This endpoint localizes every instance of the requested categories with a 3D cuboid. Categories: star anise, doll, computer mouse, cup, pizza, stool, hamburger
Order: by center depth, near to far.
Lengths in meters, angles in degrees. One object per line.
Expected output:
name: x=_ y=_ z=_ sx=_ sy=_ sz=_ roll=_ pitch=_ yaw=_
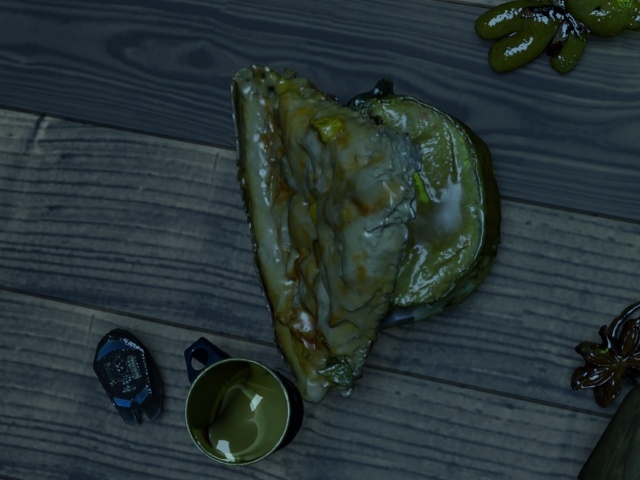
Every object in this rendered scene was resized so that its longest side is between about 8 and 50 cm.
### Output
stool: x=0.443 y=0.214 z=1.491 sx=0.179 sy=0.179 sz=0.264 roll=31 pitch=90 yaw=13
pizza: x=-0.012 y=0.006 z=1.567 sx=0.080 sy=0.435 sz=0.391 roll=-7 pitch=113 yaw=-22
star anise: x=0.385 y=0.123 z=1.579 sx=0.191 sy=0.070 sz=0.097 roll=-39 pitch=105 yaw=1
hamburger: x=0.126 y=-0.050 z=1.599 sx=0.211 sy=0.132 sz=0.308 roll=-7 pitch=86 yaw=-9
cup: x=-0.100 y=0.200 z=1.606 sx=0.131 sy=0.155 sz=0.176 roll=-38 pitch=76 yaw=3
doll: x=0.305 y=-0.289 z=1.635 sx=0.210 sy=0.097 sz=0.137 roll=-26 pitch=84 yaw=11
computer mouse: x=-0.251 y=0.180 z=1.691 sx=0.079 sy=0.047 sz=0.135 roll=-19 pitch=91 yaw=19
